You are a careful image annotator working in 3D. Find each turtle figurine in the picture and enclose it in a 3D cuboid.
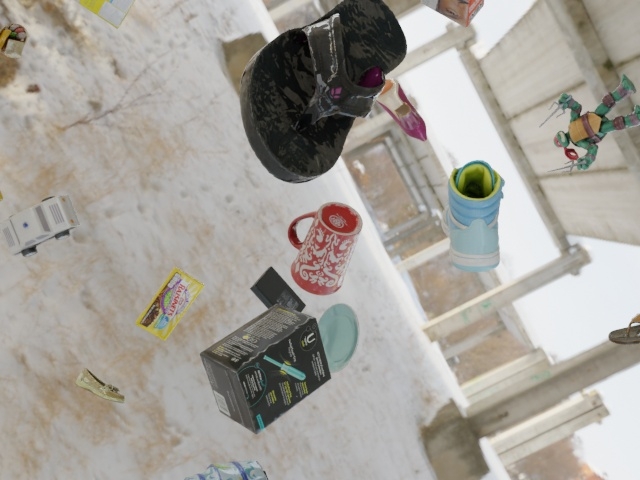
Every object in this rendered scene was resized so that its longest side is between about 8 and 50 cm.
[{"bbox_3d":[0.596,-0.258,1.430,0.118,0.234,0.175,-22,83,-51],"label":"turtle figurine"}]

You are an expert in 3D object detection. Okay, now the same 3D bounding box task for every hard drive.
[{"bbox_3d":[-0.102,0.138,1.567,0.135,0.022,0.094,50,39,-9],"label":"hard drive"}]

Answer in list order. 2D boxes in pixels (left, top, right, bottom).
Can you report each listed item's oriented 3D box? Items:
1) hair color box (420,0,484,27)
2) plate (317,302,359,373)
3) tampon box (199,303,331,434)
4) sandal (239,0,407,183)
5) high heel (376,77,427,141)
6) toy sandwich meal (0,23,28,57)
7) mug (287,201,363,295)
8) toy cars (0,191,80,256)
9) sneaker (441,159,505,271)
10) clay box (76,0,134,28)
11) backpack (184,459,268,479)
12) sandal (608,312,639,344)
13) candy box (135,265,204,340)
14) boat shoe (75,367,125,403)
[{"bbox_3d":[0.200,-0.405,0.960,0.093,0.053,0.167,36,-6,17],"label":"hair color box"},{"bbox_3d":[0.046,0.259,1.694,0.024,0.188,0.188,19,32,-34],"label":"plate"},{"bbox_3d":[-0.083,0.196,0.998,0.101,0.161,0.120,13,-56,46],"label":"tampon box"},{"bbox_3d":[0.029,-0.246,0.870,0.167,0.107,0.445,47,45,-17],"label":"sandal"},{"bbox_3d":[0.229,-0.370,1.800,0.117,0.082,0.244,46,8,-39],"label":"high heel"},{"bbox_3d":[-0.734,-0.477,1.527,0.029,0.085,0.085,44,-2,20],"label":"toy sandwich meal"},{"bbox_3d":[-0.001,0.007,1.265,0.113,0.150,0.169,-63,176,-46],"label":"mug"},{"bbox_3d":[-0.755,-0.064,1.476,0.087,0.394,0.176,-1,108,-80],"label":"toy cars"},{"bbox_3d":[0.323,-0.090,1.349,0.319,0.127,0.208,-82,168,-65],"label":"sneaker"},{"bbox_3d":[-0.515,-0.591,1.415,0.222,0.127,0.053,32,20,-22],"label":"clay box"},{"bbox_3d":[-0.224,0.671,1.468,0.273,0.355,0.290,20,28,-31],"label":"backpack"},{"bbox_3d":[0.793,0.194,1.520,0.090,0.219,0.060,-39,110,-76],"label":"sandal"},{"bbox_3d":[-0.446,0.187,1.893,0.105,0.206,0.027,35,1,-23],"label":"candy box"},{"bbox_3d":[-0.573,0.384,1.678,0.153,0.048,0.056,17,-17,23],"label":"boat shoe"}]
